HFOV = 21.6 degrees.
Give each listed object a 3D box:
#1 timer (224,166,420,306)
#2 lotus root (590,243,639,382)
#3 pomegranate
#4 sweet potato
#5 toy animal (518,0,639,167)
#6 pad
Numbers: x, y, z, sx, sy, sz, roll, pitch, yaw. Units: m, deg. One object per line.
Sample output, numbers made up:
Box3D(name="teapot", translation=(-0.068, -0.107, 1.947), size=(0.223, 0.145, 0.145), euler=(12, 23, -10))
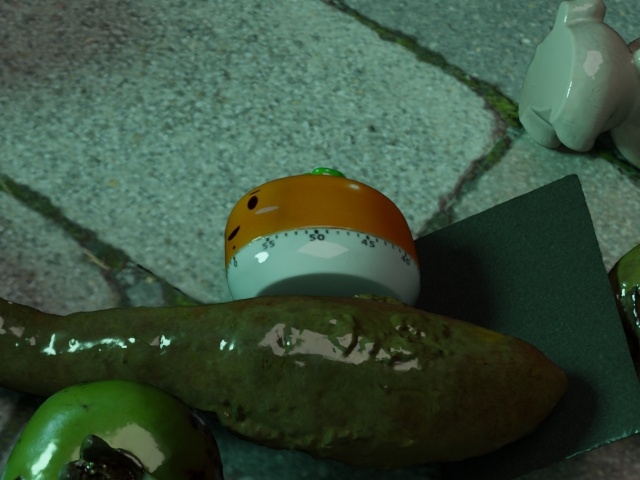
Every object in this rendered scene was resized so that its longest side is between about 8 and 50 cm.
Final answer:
Box3D(name="timer", translation=(0.000, 0.000, 1.119), size=(0.136, 0.099, 0.136), euler=(14, 51, -18))
Box3D(name="lotus root", translation=(0.301, 0.044, 1.137), size=(0.260, 0.128, 0.145), euler=(-12, 43, -24))
Box3D(name="pomegranate", translation=(-0.109, 0.135, 0.941), size=(0.129, 0.159, 0.129), euler=(11, 65, -26))
Box3D(name="sweet potato", translation=(-0.036, 0.080, 1.029), size=(0.385, 0.109, 0.109), euler=(6, 49, -3))
Box3D(name="toy animal", translation=(0.265, -0.107, 1.274), size=(0.212, 0.124, 0.124), euler=(7, 48, -17))
Box3D(name="pad", translation=(0.128, 0.060, 1.106), size=(0.143, 0.003, 0.211), euler=(-23, 48, 18))
